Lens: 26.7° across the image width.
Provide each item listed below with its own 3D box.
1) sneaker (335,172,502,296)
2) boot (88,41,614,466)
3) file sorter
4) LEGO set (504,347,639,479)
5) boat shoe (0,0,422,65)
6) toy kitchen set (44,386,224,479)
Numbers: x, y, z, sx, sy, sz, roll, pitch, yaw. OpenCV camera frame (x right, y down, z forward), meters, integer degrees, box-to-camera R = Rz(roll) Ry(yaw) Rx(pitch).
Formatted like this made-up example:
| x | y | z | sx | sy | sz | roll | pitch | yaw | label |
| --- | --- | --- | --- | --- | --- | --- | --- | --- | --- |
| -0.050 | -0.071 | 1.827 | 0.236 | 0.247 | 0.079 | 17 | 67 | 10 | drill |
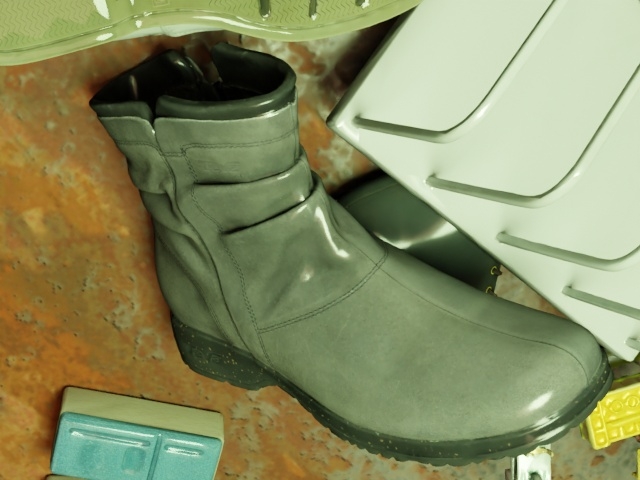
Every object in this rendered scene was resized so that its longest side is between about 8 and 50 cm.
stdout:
| x | y | z | sx | sy | sz | roll | pitch | yaw | label |
| --- | --- | --- | --- | --- | --- | --- | --- | --- | --- |
| 0.107 | 0.038 | 0.946 | 0.118 | 0.083 | 0.222 | -31 | 115 | 10 | sneaker |
| 0.000 | 0.000 | 0.809 | 0.338 | 0.118 | 0.222 | 8 | 128 | 36 | boot |
| 0.188 | -0.062 | 0.821 | 0.278 | 0.173 | 0.192 | 37 | 84 | -21 | file sorter |
| 0.268 | 0.134 | 0.978 | 0.287 | 0.107 | 0.132 | 7 | 97 | -10 | LEGO set |
| -0.076 | -0.177 | 0.807 | 0.302 | 0.103 | 0.113 | -7 | 115 | -10 | boat shoe |
| -0.150 | 0.244 | 0.978 | 0.122 | 0.166 | 0.207 | 11 | 116 | -11 | toy kitchen set |
